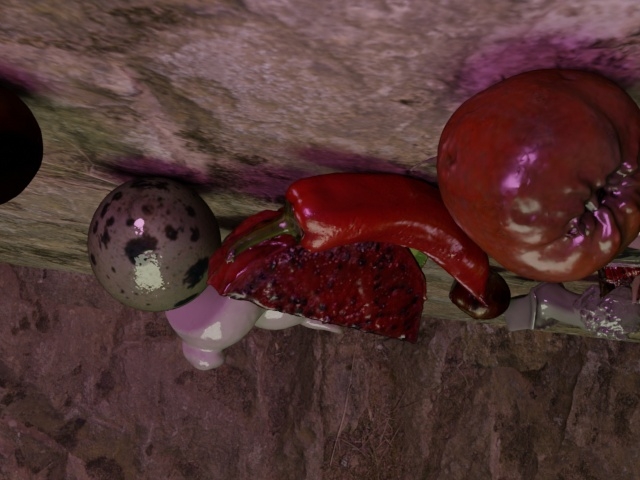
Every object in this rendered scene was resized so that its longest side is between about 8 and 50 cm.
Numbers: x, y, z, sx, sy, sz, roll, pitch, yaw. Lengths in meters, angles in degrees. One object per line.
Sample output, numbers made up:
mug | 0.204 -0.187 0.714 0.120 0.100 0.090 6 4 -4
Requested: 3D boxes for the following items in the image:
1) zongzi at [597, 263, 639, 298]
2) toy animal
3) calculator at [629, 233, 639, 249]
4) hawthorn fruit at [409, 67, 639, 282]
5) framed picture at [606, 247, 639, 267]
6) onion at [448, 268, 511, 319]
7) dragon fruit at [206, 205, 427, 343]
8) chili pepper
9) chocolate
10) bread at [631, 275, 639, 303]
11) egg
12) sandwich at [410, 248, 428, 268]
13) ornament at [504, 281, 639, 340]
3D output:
zongzi | 0.467 0.059 1.085 0.083 0.074 0.067 6 -175 3
toy animal | -0.113 0.112 1.266 0.196 0.241 0.367 22 -170 36
calculator | 0.252 -0.050 0.677 0.219 0.048 0.329 4 168 24
hawthorn fruit | 0.145 -0.062 0.483 0.149 0.149 0.189 17 -153 -47
framed picture | 0.453 0.014 0.970 0.231 0.010 0.173 1 164 30
onion | 0.326 0.111 1.368 0.117 0.119 0.118 -15 -173 -42
dragon fruit | 0.000 0.000 0.900 0.316 0.152 0.205 16 -163 -34
chili pepper | 0.082 -0.006 0.773 0.368 0.137 0.092 12 -168 -27
chocolate | -0.322 -0.093 0.601 0.124 0.133 0.127 -51 161 29
bread | 0.550 0.072 1.120 0.035 0.070 0.083 10 175 -12
egg | -0.220 0.001 0.904 0.176 0.177 0.228 8 158 -6
sandwich | 0.134 0.009 1.214 0.074 0.074 0.116 11 -158 -27
ornament | 0.500 0.134 1.363 0.285 0.121 0.130 -2 -172 38
